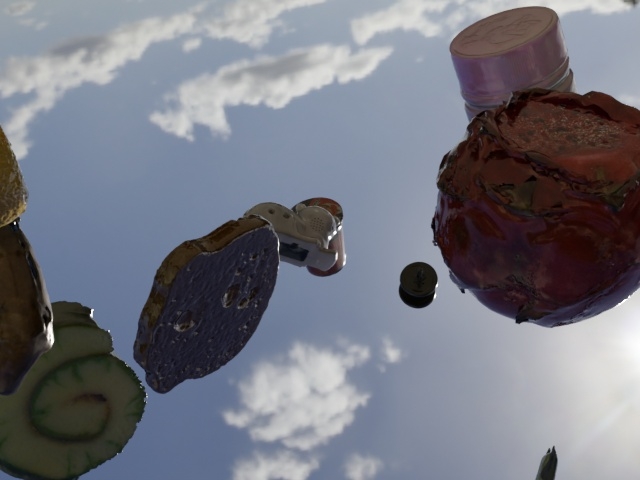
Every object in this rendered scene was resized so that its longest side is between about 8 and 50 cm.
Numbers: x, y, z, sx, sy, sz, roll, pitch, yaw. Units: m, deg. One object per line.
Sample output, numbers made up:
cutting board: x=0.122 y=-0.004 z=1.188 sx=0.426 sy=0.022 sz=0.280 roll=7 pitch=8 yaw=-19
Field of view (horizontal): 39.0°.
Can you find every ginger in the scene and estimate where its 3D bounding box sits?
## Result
ginger: x=-0.464 y=0.067 z=1.306 sx=0.133 sy=0.309 sz=0.107 roll=-26 pitch=-171 yaw=-32

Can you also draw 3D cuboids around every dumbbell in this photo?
dumbbell: x=0.177 y=0.081 z=1.643 sx=0.070 sy=0.147 sz=0.069 roll=-1 pitch=-115 yaw=2

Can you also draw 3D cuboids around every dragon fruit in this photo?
dragon fruit: x=0.282 y=-0.040 z=1.113 sx=0.296 sy=0.301 sz=0.295 roll=7 pitch=-123 yaw=-11

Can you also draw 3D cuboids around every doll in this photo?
doll: x=0.312 y=0.347 z=1.273 sx=0.027 sy=0.037 sz=0.125 roll=23 pitch=-120 yaw=0

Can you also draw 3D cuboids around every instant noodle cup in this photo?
instant noodle cup: x=-0.001 y=-0.001 z=1.891 sx=0.127 sy=0.135 sz=0.127 roll=-9 pitch=-139 yaw=8

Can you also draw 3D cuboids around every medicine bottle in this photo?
medicine bottle: x=0.371 y=-0.241 z=1.653 sx=0.202 sy=0.315 sz=0.202 roll=-19 pitch=-152 yaw=11

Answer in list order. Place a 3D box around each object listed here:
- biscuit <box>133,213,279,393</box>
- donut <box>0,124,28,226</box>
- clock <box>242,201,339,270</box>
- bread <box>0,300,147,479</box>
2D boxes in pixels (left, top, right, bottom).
biscuit: x=-0.157 y=0.089 z=1.269 sx=0.049 sy=0.272 sz=0.257 roll=34 pitch=-143 yaw=26
donut: x=-0.357 y=-0.095 z=0.913 sx=0.078 sy=0.146 sz=0.181 roll=-22 pitch=-142 yaw=-19
clock: x=-0.052 y=-0.025 z=1.592 sx=0.176 sy=0.080 sz=0.117 roll=17 pitch=-134 yaw=-12
bread: x=-0.545 y=0.313 z=1.884 sx=0.366 sy=0.381 sz=0.129 roll=13 pitch=-172 yaw=-36
